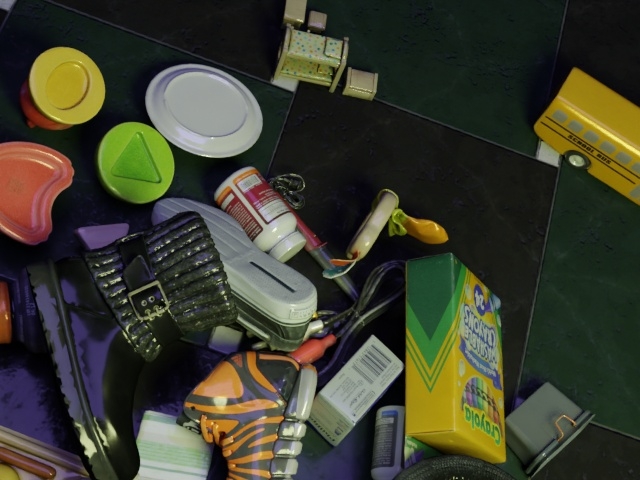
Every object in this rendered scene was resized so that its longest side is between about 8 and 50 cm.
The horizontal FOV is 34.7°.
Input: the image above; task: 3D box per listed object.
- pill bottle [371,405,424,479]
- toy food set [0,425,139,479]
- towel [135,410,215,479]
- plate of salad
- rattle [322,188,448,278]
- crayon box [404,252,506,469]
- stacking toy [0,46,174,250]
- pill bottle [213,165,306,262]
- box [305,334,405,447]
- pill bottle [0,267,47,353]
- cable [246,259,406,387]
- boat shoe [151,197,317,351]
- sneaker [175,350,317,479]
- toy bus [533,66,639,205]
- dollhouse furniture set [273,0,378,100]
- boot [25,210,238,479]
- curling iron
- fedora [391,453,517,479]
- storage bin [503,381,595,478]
[{"bbox_3d":[0.116,0.323,1.527,0.078,0.078,0.137,12,64,-9],"label":"pill bottle"},{"bbox_3d":[-0.426,0.357,1.362,0.306,0.092,0.219,23,62,-3],"label":"toy food set"},{"bbox_3d":[-0.217,0.329,1.473,0.113,0.023,0.152,12,66,-7],"label":"towel"},{"bbox_3d":[-0.194,-0.212,1.701,0.200,0.048,0.200,11,53,-16],"label":"plate of salad"},{"bbox_3d":[0.102,0.021,1.622,0.143,0.130,0.199,46,32,-12],"label":"rattle"},{"bbox_3d":[0.204,0.206,1.535,0.083,0.203,0.323,-11,62,28],"label":"crayon box"},{"bbox_3d":[-0.401,-0.107,1.602,0.279,0.130,0.309,38,62,-25],"label":"stacking toy"},{"bbox_3d":[-0.094,-0.037,1.631,0.086,0.086,0.152,-34,78,-25],"label":"pill bottle"},{"bbox_3d":[0.048,0.226,1.519,0.072,0.137,0.126,42,63,7],"label":"box"},{"bbox_3d":[-0.355,0.093,1.479,0.246,0.130,0.130,-5,68,-17],"label":"pill bottle"},{"bbox_3d":[0.035,0.122,1.572,0.287,0.072,0.139,-30,48,-10],"label":"cable"},{"bbox_3d":[-0.147,0.054,1.548,0.121,0.119,0.335,-17,43,-42],"label":"boat shoe"},{"bbox_3d":[-0.125,0.309,1.442,0.180,0.124,0.321,14,69,-4],"label":"sneaker"},{"bbox_3d":[0.550,-0.163,1.830,0.333,0.130,0.108,33,63,2],"label":"toy bus"},{"bbox_3d":[0.023,-0.357,1.797,0.182,0.101,0.161,11,64,-10],"label":"dollhouse furniture set"},{"bbox_3d":[-0.228,0.148,1.373,0.260,0.131,0.348,-15,88,-18],"label":"boot"},{"bbox_3d":[0.000,0.000,1.667,0.068,0.035,0.274,-29,76,-24],"label":"curling iron"},{"bbox_3d":[0.178,0.464,1.427,0.334,0.152,0.334,7,73,-22],"label":"fedora"},{"bbox_3d":[0.348,0.288,1.600,0.135,0.098,0.091,-36,69,-25],"label":"storage bin"}]
